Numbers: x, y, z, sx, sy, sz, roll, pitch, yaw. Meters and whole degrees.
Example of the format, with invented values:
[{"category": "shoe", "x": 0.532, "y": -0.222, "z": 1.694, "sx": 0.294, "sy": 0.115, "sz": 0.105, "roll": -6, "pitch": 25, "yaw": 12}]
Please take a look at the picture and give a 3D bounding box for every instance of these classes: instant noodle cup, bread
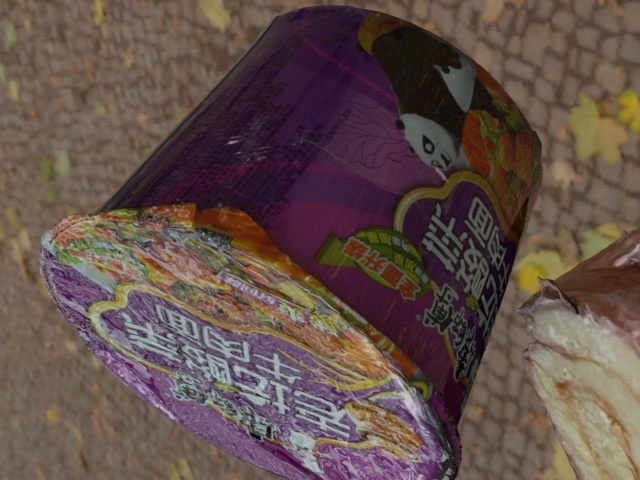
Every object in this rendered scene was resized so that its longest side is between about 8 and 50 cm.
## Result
[{"category": "instant noodle cup", "x": 0.000, "y": 0.000, "z": 0.714, "sx": 0.251, "sy": 0.190, "sz": 0.251, "roll": 23, "pitch": 150, "yaw": 14}, {"category": "bread", "x": 0.239, "y": 0.100, "z": 0.851, "sx": 0.244, "sy": 0.123, "sz": 0.190, "roll": 60, "pitch": 155, "yaw": -14}]
